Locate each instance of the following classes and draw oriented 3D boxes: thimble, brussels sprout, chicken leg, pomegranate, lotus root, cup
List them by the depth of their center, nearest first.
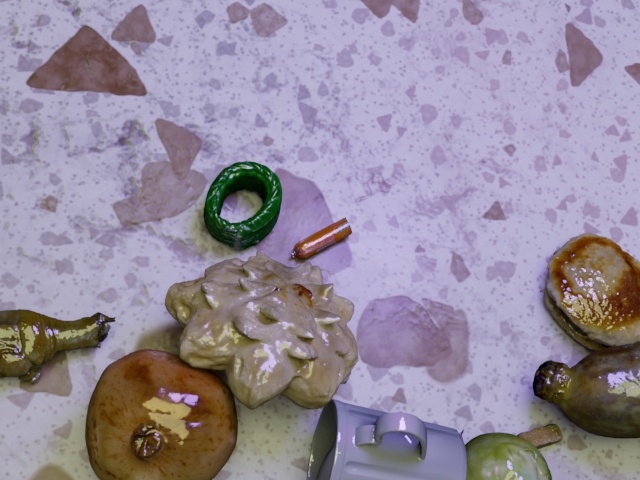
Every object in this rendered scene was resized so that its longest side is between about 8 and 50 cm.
[{"bbox_3d":[-0.223,0.252,1.482,0.215,0.215,0.215,3,72,-9],"label":"pomegranate"},{"bbox_3d":[0.099,0.325,1.522,0.202,0.221,0.166,12,82,-10],"label":"cup"},{"bbox_3d":[-0.413,0.150,1.559,0.228,0.088,0.103,0,63,-17],"label":"chicken leg"},{"bbox_3d":[0.254,0.344,1.583,0.152,0.149,0.122,-17,64,-27],"label":"brussels sprout"},{"bbox_3d":[0.479,0.228,1.650,0.309,0.173,0.173,-5,73,-5],"label":"lotus root"},{"bbox_3d":[-0.121,-0.054,1.667,0.118,0.090,0.130,15,69,-2],"label":"thimble"}]

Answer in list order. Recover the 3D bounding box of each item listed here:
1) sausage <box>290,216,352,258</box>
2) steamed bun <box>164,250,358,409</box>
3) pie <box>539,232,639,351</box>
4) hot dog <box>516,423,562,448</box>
[{"bbox_3d":[0.000,0.000,1.703,0.107,0.031,0.031,-28,79,-18],"label":"sausage"},{"bbox_3d":[-0.071,0.111,1.531,0.295,0.137,0.292,29,31,-3],"label":"steamed bun"},{"bbox_3d":[0.459,0.083,1.732,0.205,0.084,0.179,38,70,6],"label":"pie"},{"bbox_3d":[0.333,0.309,1.664,0.090,0.034,0.030,-9,62,-32],"label":"hot dog"}]
